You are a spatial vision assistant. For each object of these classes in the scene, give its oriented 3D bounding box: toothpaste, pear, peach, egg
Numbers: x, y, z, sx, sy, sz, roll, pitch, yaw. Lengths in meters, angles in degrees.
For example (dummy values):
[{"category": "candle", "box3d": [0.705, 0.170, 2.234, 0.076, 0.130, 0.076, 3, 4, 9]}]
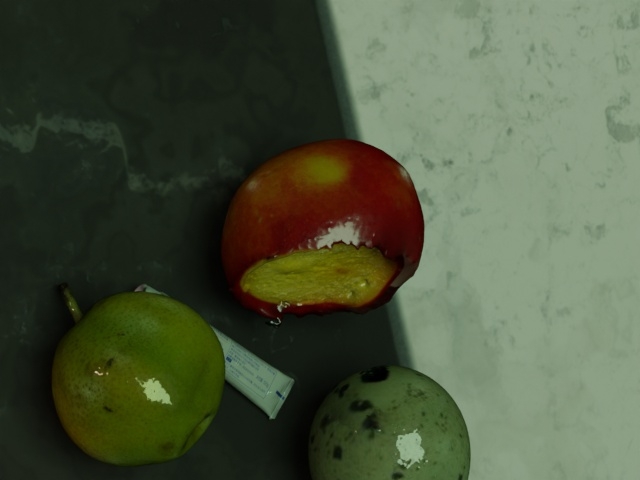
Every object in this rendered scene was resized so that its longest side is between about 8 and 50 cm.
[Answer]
[{"category": "toothpaste", "box3d": [-0.115, 0.116, 2.104, 0.218, 0.033, 0.052, 38, 70, -26]}, {"category": "pear", "box3d": [-0.201, 0.125, 1.983, 0.216, 0.166, 0.180, 42, 74, 7]}, {"category": "peach", "box3d": [0.000, 0.000, 2.096, 0.226, 0.190, 0.196, -44, 117, -35]}, {"category": "egg", "box3d": [0.076, 0.247, 2.124, 0.177, 0.177, 0.228, -15, 104, -33]}]
